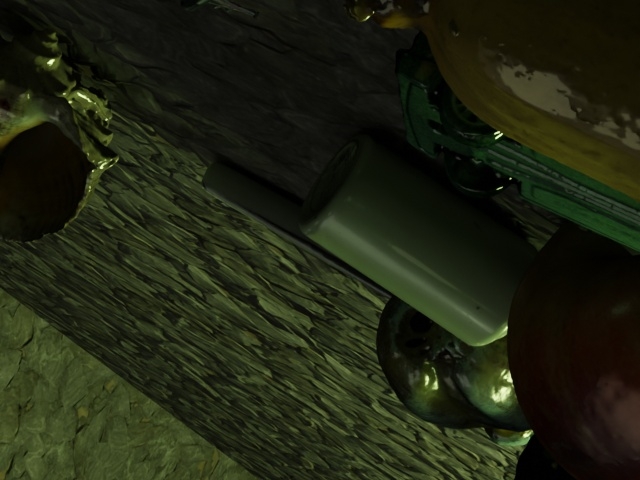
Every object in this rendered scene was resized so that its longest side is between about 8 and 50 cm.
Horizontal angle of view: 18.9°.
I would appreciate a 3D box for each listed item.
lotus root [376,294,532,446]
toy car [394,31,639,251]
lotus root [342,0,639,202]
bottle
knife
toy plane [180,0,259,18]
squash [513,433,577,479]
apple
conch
[{"bbox_3d":[0.157,0.113,1.837,0.158,0.140,0.322,-2,163,20],"label":"lotus root"},{"bbox_3d":[0.200,-0.045,1.219,0.321,0.097,0.141,25,167,13],"label":"toy car"},{"bbox_3d":[0.165,-0.100,1.023,0.303,0.131,0.146,27,168,-1],"label":"lotus root"},{"bbox_3d":[0.106,0.014,1.628,0.245,0.104,0.104,34,166,-14],"label":"bottle"},{"bbox_3d":[-0.001,-0.001,1.932,0.265,0.040,0.073,29,176,1],"label":"knife"},{"bbox_3d":[-0.084,-0.188,1.434,0.078,0.031,0.083,35,166,-20],"label":"toy plane"},{"bbox_3d":[0.291,0.244,1.851,0.218,0.218,0.172,36,-172,-27],"label":"squash"},{"bbox_3d":[0.260,0.123,1.496,0.251,0.163,0.293,51,159,-24],"label":"apple"},{"bbox_3d":[-0.288,-0.099,1.875,0.163,0.245,0.178,-6,-134,-45],"label":"conch"}]
